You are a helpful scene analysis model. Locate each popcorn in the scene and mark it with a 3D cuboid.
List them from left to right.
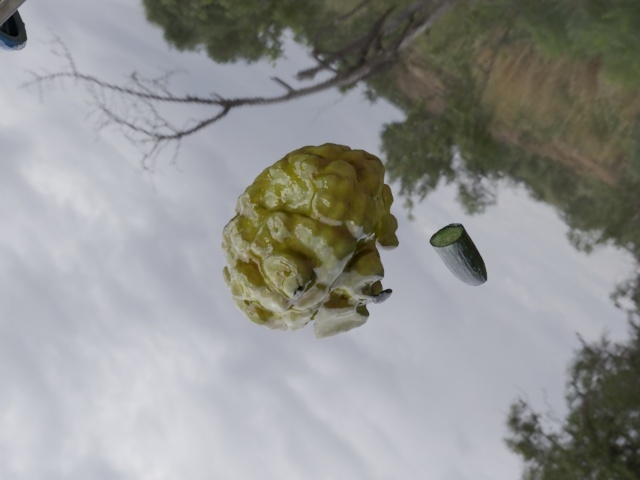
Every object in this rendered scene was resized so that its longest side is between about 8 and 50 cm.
[{"bbox_3d":[-0.002,0.001,0.946,0.169,0.218,0.189,43,-177,40],"label":"popcorn"}]

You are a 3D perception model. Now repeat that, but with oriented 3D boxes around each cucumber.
[{"bbox_3d":[0.180,0.024,1.124,0.105,0.048,0.048,51,180,-36],"label":"cucumber"}]

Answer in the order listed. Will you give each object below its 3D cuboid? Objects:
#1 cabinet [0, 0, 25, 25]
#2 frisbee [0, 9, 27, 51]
[{"bbox_3d":[-0.268,-0.193,0.516,0.175,0.148,0.215,44,-166,-30],"label":"cabinet"},{"bbox_3d":[-0.351,-0.259,0.773,0.242,0.045,0.242,54,-177,-4],"label":"frisbee"}]
